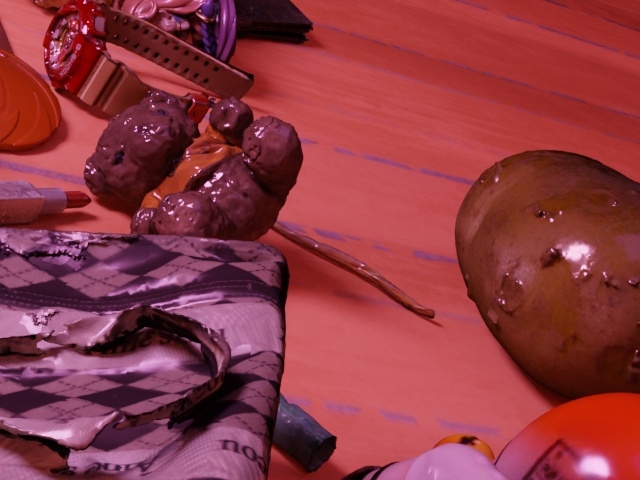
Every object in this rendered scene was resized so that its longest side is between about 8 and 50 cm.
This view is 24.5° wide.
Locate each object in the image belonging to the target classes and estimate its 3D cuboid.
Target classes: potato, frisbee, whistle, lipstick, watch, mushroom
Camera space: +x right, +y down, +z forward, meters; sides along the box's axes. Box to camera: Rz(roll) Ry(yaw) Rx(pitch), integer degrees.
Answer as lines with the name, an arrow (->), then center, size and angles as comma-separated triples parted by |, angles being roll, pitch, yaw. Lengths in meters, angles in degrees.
potato -> 0.263, 0.031, 1.497 | 0.270, 0.219, 0.359 | 17, 17, -41
frisbee -> -0.347, -0.161, 1.477 | 0.192, 0.035, 0.192 | 23, 30, -14
whistle -> -0.066, 0.120, 1.208 | 0.186, 0.039, 0.039 | 36, 26, 23
lipstick -> -0.259, -0.035, 1.342 | 0.030, 0.030, 0.129 | 41, 26, 30
watch -> -0.182, -0.185, 1.665 | 0.268, 0.102, 0.165 | 22, 30, -29
mushroom -> -0.004, 0.005, 1.525 | 0.286, 0.028, 0.026 | 34, -17, 16

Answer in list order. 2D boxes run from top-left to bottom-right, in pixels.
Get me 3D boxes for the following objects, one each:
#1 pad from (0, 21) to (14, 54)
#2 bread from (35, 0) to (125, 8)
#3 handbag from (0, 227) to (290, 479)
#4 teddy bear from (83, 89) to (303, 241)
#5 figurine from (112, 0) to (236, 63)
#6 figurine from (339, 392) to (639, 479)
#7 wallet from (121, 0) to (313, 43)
pad -> -0.481, -0.264, 1.602 | 0.284, 0.018, 0.286 | 10, 29, -29
bread -> -0.268, -0.378, 1.787 | 0.174, 0.245, 0.121 | 9, 47, -47
handbag -> -0.186, 0.126, 0.938 | 0.317, 0.180, 0.416 | 11, 26, -3
teddy bear -> -0.129, -0.062, 1.411 | 0.190, 0.177, 0.140 | 34, -19, 17
figurine -> -0.173, -0.274, 1.807 | 0.157, 0.114, 0.126 | 18, -10, -4
figurine -> 0.196, 0.215, 1.077 | 0.323, 0.196, 0.320 | -4, 30, -31
wallet -> -0.166, -0.332, 2.011 | 0.317, 0.044, 0.169 | -4, 39, -47
